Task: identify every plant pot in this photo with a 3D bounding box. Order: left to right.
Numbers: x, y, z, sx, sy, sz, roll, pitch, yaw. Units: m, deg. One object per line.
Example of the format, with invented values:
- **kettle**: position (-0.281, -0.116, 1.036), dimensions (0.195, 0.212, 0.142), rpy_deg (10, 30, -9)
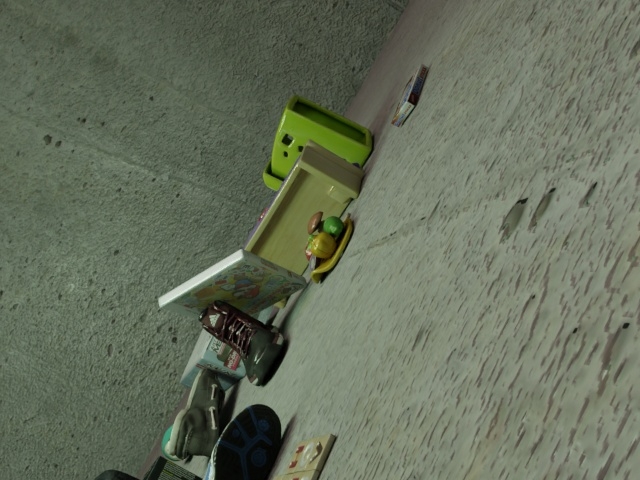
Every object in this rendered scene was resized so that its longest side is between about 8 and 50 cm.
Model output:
- **plant pot**: position (-0.016, -0.208, 1.897), dimensions (0.228, 0.227, 0.207), rpy_deg (-78, 13, -69)

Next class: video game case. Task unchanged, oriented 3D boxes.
- **video game case**: position (-0.175, 0.105, 1.556), dimensions (0.227, 0.206, 0.026), rpy_deg (-30, 57, 24)

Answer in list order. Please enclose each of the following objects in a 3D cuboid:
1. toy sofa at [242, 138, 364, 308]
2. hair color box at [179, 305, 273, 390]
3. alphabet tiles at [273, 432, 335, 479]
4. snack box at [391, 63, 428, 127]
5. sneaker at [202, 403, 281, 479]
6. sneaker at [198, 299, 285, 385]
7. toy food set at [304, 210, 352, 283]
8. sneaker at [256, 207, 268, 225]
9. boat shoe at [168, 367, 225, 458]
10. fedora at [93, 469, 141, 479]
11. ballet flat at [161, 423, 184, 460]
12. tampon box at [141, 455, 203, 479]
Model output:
- **toy sofa**: position (-0.054, -0.043, 1.736), dimensions (0.362, 0.150, 0.177), rpy_deg (-57, 8, 27)
- **hair color box**: position (-0.243, 0.267, 1.921), dimensions (0.185, 0.114, 0.374), rpy_deg (-69, 9, -24)
- **alphabet tiles**: position (-0.053, 0.308, 0.772), dimensions (0.237, 0.009, 0.198), rpy_deg (-63, 7, -25)
- **snack box**: position (0.188, -0.305, 1.605), dimensions (0.064, 0.022, 0.178), rpy_deg (-53, 9, 40)
- **sneaker**: position (-0.118, 0.304, 0.974), dimensions (0.211, 0.080, 0.081), rpy_deg (-62, 10, -29)
- **sneaker**: position (-0.164, 0.188, 1.475), dimensions (0.106, 0.162, 0.281), rpy_deg (-60, 6, -4)
- **toy food set**: position (0.000, 0.000, 1.468), dimensions (0.128, 0.071, 0.218), rpy_deg (-59, 6, 11)
- **sneaker**: position (-0.112, 0.015, 1.939), dimensions (0.270, 0.145, 0.090), rpy_deg (-62, 7, -17)
- **boat shoe**: position (-0.243, 0.372, 1.633), dimensions (0.335, 0.095, 0.112), rpy_deg (-82, 5, -78)
- **fedora**: position (-0.443, 0.584, 1.623), dimensions (0.334, 0.152, 0.334), rpy_deg (-42, 9, 8)
- **ballet flat**: position (-0.323, 0.469, 1.823), dimensions (0.247, 0.083, 0.087), rpy_deg (-56, 13, 30)
- **tampon box**: position (-0.302, 0.503, 1.403), dimensions (0.120, 0.101, 0.161), rpy_deg (-52, 9, 48)
